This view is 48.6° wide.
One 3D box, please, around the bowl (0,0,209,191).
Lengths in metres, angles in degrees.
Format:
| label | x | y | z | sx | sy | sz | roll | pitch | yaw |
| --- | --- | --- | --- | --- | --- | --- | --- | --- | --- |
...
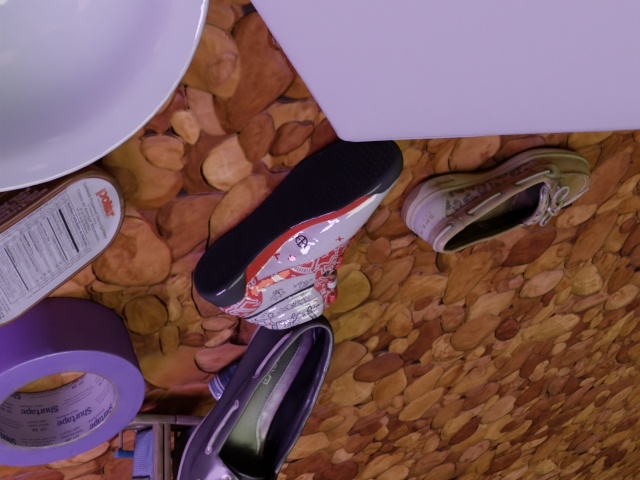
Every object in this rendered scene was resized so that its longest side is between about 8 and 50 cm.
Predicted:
| label | x | y | z | sx | sy | sz | roll | pitch | yaw |
| --- | --- | --- | --- | --- | --- | --- | --- | --- | --- |
| bowl | -0.226 | -0.184 | 0.435 | 0.298 | 0.134 | 0.298 | -18 | 137 | -17 |

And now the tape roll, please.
| label | x | y | z | sx | sy | sz | roll | pitch | yaw |
| --- | --- | --- | --- | --- | --- | --- | --- | --- | --- |
| tape roll | -0.294 | 0.156 | 0.775 | 0.189 | 0.080 | 0.189 | -17 | 138 | -17 |

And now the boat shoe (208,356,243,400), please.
| label | x | y | z | sx | sy | sz | roll | pitch | yaw |
| --- | --- | --- | --- | --- | --- | --- | --- | --- | --- |
| boat shoe | -0.068 | 0.212 | 0.989 | 0.083 | 0.065 | 0.183 | -40 | 139 | 7 |

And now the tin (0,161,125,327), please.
| label | x | y | z | sx | sy | sz | roll | pitch | yaw |
| --- | --- | --- | --- | --- | --- | --- | --- | --- | --- |
| tin | -0.252 | 0.003 | 0.623 | 0.189 | 0.040 | 0.106 | -44 | 153 | -30 |

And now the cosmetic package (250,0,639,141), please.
| label | x | y | z | sx | sy | sz | roll | pitch | yaw |
| --- | --- | --- | --- | --- | --- | --- | --- | --- | --- |
| cosmetic package | 0.113 | -0.288 | 0.309 | 0.327 | 0.329 | 0.394 | 2 | 151 | 29 |

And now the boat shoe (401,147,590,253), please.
| label | x | y | z | sx | sy | sz | roll | pitch | yaw |
| --- | --- | --- | --- | --- | --- | --- | --- | --- | --- |
| boat shoe | 0.244 | -0.044 | 0.917 | 0.285 | 0.089 | 0.104 | -16 | 137 | -20 |

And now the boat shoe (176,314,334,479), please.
| label | x | y | z | sx | sy | sz | roll | pitch | yaw |
| --- | --- | --- | --- | --- | --- | --- | --- | --- | --- |
| boat shoe | -0.082 | 0.233 | 0.870 | 0.112 | 0.095 | 0.335 | 27 | 82 | -26 |

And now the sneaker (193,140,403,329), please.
| label | x | y | z | sx | sy | sz | roll | pitch | yaw |
| --- | --- | --- | --- | --- | --- | --- | --- | --- | --- |
| sneaker | -0.001 | 0.000 | 0.804 | 0.270 | 0.090 | 0.145 | -37 | 141 | 10 |

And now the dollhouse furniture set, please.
| label | x | y | z | sx | sy | sz | roll | pitch | yaw |
| --- | --- | --- | --- | --- | --- | --- | --- | --- | --- |
| dollhouse furniture set | -0.249 | 0.316 | 0.961 | 0.129 | 0.129 | 0.183 | 16 | 149 | -42 |
